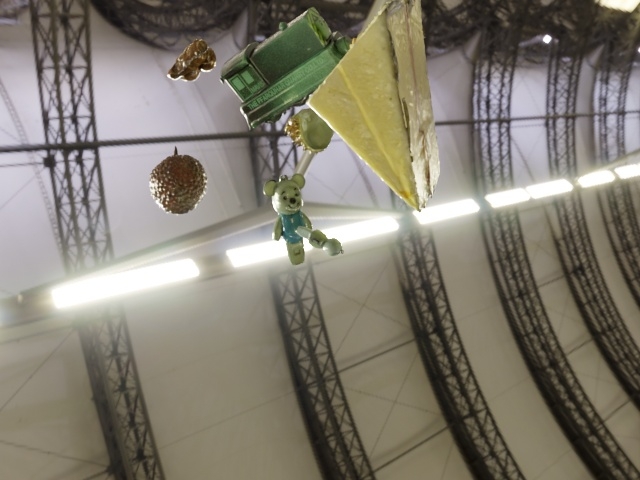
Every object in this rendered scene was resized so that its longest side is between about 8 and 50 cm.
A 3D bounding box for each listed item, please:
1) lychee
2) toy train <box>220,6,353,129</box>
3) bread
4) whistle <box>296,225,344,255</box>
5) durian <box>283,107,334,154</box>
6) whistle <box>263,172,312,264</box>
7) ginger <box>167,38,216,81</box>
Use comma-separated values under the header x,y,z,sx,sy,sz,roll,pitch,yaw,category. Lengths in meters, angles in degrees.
x,y,z,sx,sy,sz,roll,pitch,yaw,category
-0.398,-0.168,1.684,0.165,0.165,0.197,-5,-115,-36,lychee
-0.080,-0.400,1.396,0.178,0.330,0.138,50,-147,-23,toy train
0.177,-0.238,1.104,0.405,0.242,0.346,42,-147,-19,bread
0.000,0.000,1.105,0.100,0.035,0.035,27,-144,18,whistle
-0.027,-0.342,1.833,0.144,0.139,0.252,44,-142,20,durian
-0.073,-0.049,1.510,0.114,0.236,0.077,-17,-161,-24,whistle
-0.385,-0.541,1.829,0.103,0.162,0.073,17,-134,-58,ginger
